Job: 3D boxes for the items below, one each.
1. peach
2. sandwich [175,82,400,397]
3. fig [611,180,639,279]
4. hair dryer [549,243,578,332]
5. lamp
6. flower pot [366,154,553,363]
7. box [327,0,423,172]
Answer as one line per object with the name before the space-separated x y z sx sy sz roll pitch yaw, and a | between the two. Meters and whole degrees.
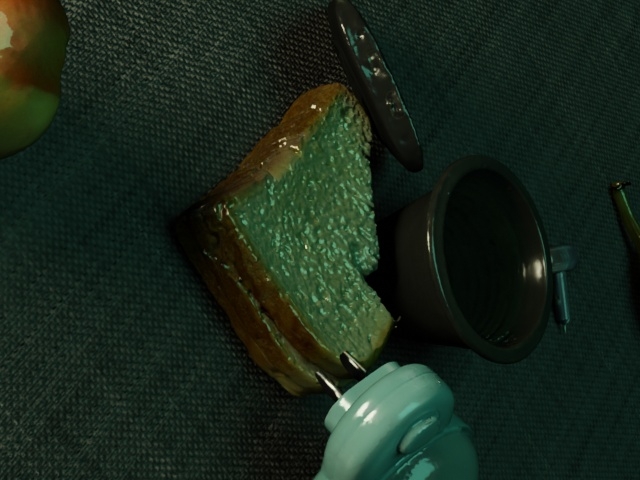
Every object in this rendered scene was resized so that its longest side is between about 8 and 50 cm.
peach | -0.304 -0.158 1.344 0.184 0.184 0.184 18 65 -43
sandwich | -0.003 0.001 1.668 0.254 0.099 0.288 52 45 -14
fig | 0.483 0.032 2.175 0.259 0.151 0.151 42 46 -1
hair dryer | 0.306 0.063 2.036 0.063 0.037 0.114 -8 90 -46
lamp | 0.069 0.236 1.569 0.209 0.147 0.284 -34 133 -30
flower pot | 0.139 0.033 1.774 0.235 0.148 0.235 19 64 -46
box | 0.058 -0.174 1.760 0.201 0.042 0.213 -117 -178 -84
